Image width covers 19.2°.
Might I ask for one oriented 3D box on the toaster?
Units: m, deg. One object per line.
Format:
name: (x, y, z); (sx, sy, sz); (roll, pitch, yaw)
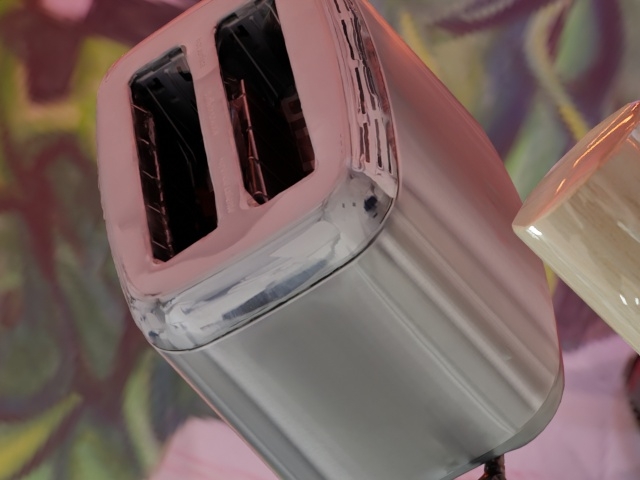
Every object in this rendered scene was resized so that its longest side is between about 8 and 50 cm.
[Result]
toaster: (0.000, 0.000, 0.714); (0.129, 0.146, 0.227); (-30, 41, 16)

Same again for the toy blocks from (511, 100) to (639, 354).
toy blocks: (0.257, -0.044, 0.456); (0.309, 0.260, 0.288); (-42, 7, 34)
